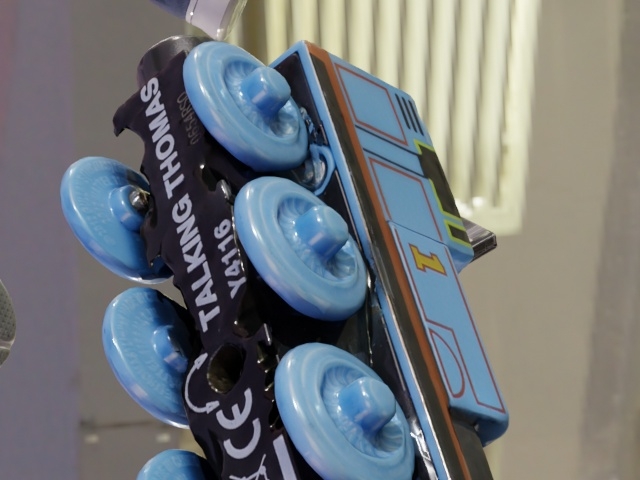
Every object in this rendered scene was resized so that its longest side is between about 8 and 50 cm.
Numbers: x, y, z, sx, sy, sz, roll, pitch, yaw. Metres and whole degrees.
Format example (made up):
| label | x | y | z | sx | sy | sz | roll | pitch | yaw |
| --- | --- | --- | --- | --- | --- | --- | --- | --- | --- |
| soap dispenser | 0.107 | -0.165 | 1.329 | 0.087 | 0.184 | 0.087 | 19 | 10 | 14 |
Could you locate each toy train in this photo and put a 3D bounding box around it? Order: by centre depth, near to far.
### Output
| label | x | y | z | sx | sy | sz | roll | pitch | yaw |
| --- | --- | --- | --- | --- | --- | --- | --- | --- | --- |
| toy train | -0.002 | 0.025 | 0.472 | 0.080 | 0.105 | 0.184 | -40 | 52 | 29 |

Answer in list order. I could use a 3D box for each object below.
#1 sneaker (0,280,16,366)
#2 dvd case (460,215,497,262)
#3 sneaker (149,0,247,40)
| label | x | y | z | sx | sy | sz | roll | pitch | yaw |
| --- | --- | --- | --- | --- | --- | --- | --- | --- | --- |
| sneaker | -0.171 | -0.017 | 0.714 | 0.061 | 0.053 | 0.152 | -154 | 46 | -69 |
| dvd case | 0.000 | 0.000 | 1.321 | 0.221 | 0.164 | 0.018 | 30 | 142 | 48 |
| sneaker | -0.076 | -0.242 | 0.936 | 0.086 | 0.163 | 0.226 | 95 | -159 | -85 |
